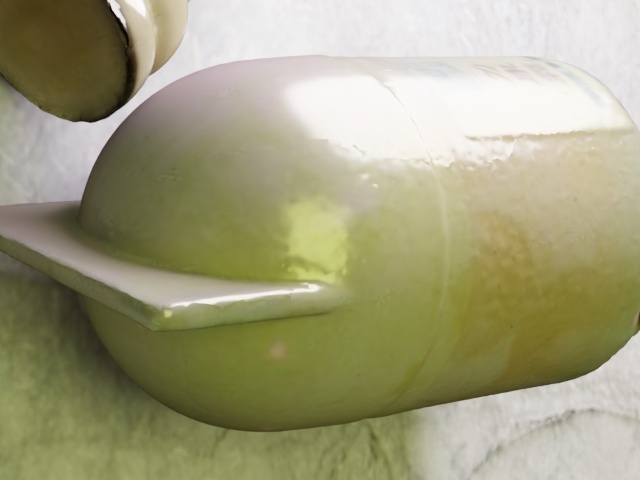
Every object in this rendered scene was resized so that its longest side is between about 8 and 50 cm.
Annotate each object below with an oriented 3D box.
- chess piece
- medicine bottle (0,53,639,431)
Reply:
[{"bbox_3d":[-0.101,-0.197,1.205,0.261,0.143,0.142,-44,111,-40],"label":"chess piece"},{"bbox_3d":[0.000,0.000,1.182,0.406,0.236,0.235,-5,87,-40],"label":"medicine bottle"}]
